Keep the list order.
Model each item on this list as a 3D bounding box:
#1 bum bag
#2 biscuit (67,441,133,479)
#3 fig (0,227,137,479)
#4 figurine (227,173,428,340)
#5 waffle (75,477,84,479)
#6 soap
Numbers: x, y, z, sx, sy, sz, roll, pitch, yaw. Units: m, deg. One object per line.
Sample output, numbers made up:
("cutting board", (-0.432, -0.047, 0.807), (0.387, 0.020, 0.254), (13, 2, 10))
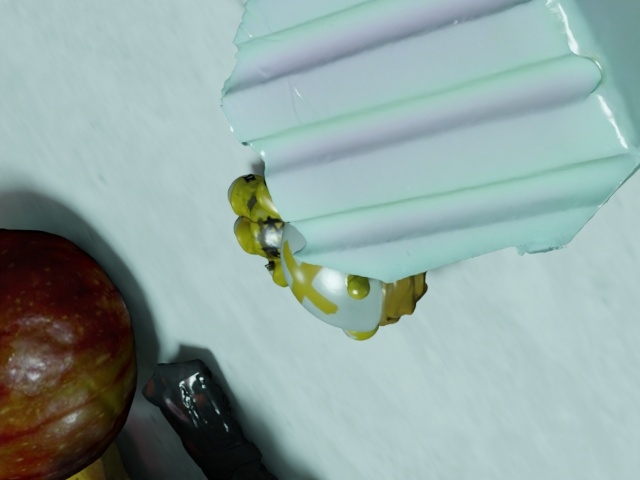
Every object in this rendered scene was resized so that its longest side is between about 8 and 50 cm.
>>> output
("bum bag", (-0.064, 0.124, 1.193), (0.058, 0.034, 0.124), (-18, 109, 41))
("biscuit", (-0.164, 0.171, 1.360), (0.240, 0.035, 0.158), (28, 139, 30))
("fig", (-0.217, 0.088, 1.184), (0.175, 0.207, 0.175), (30, 135, 34))
("figurine", (-0.001, -0.005, 0.964), (0.143, 0.068, 0.101), (47, 145, 37))
("waffle", (-0.101, 0.206, 1.201), (0.232, 0.051, 0.229), (26, 153, -27))
("soap", (0.059, -0.071, 0.796), (0.230, 0.091, 0.145), (-10, 112, 55))
